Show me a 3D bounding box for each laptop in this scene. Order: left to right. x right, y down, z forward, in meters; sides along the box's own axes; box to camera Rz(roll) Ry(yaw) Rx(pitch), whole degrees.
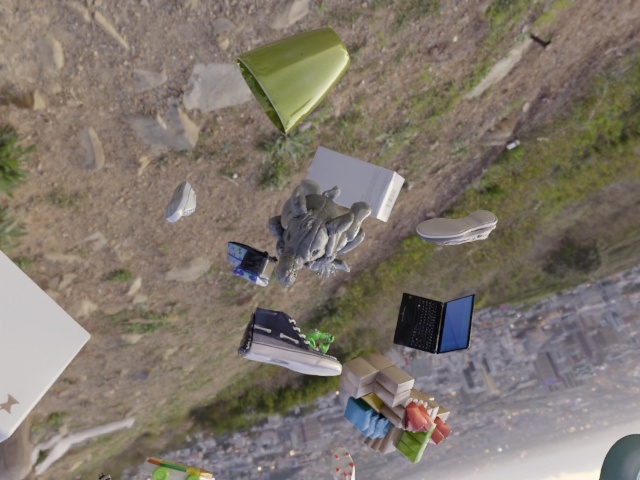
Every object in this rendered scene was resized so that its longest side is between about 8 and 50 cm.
[{"bbox_3d":[0.439,0.304,1.954,0.264,0.234,0.137,14,146,7],"label":"laptop"}]

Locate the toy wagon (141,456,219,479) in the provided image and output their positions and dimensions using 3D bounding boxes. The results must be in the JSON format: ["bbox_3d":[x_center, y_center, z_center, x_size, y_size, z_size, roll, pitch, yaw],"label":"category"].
[{"bbox_3d":[-0.501,0.898,1.917,0.344,0.068,0.267,17,157,-7],"label":"toy wagon"}]

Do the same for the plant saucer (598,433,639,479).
[{"bbox_3d":[0.603,0.496,0.856,0.317,0.318,0.043,2,156,-27],"label":"plant saucer"}]

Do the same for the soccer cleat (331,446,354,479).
[{"bbox_3d":[0.070,0.686,1.413,0.068,0.196,0.076,-5,148,-23],"label":"soccer cleat"}]

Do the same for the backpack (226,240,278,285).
[{"bbox_3d":[-0.256,0.074,1.764,0.173,0.117,0.158,22,174,12],"label":"backpack"}]

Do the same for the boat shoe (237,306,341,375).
[{"bbox_3d":[-0.082,0.317,1.593,0.340,0.158,0.127,20,148,-20],"label":"boat shoe"}]

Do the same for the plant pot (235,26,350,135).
[{"bbox_3d":[-0.066,-0.526,1.569,0.293,0.275,0.275,-35,151,-4],"label":"plant pot"}]

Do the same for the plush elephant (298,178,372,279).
[{"bbox_3d":[0.000,0.000,1.761,0.271,0.330,0.255,14,160,-16],"label":"plush elephant"}]

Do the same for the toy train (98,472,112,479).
[{"bbox_3d":[-0.395,0.523,0.985,0.027,0.158,0.036,-29,-164,-35],"label":"toy train"}]

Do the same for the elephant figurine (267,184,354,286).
[{"bbox_3d":[-0.016,-0.019,0.976,0.169,0.186,0.239,-10,178,-5],"label":"elephant figurine"}]

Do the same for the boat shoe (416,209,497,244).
[{"bbox_3d":[0.471,-0.024,1.746,0.335,0.112,0.096,-11,130,-24],"label":"boat shoe"}]

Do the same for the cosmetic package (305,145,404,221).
[{"bbox_3d":[0.138,-0.247,2.203,0.156,0.384,0.217,13,101,-64],"label":"cosmetic package"}]

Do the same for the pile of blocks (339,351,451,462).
[{"bbox_3d":[0.142,0.321,0.886,0.149,0.112,0.362,-52,137,-8],"label":"pile of blocks"}]

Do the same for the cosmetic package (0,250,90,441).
[{"bbox_3d":[-0.843,0.290,1.159,0.393,0.327,0.329,-30,110,22],"label":"cosmetic package"}]

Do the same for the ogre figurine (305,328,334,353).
[{"bbox_3d":[-0.035,0.480,2.278,0.197,0.097,0.118,-37,116,5],"label":"ogre figurine"}]

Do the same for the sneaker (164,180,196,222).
[{"bbox_3d":[-0.519,-0.135,1.923,0.094,0.258,0.091,-28,120,18],"label":"sneaker"}]
